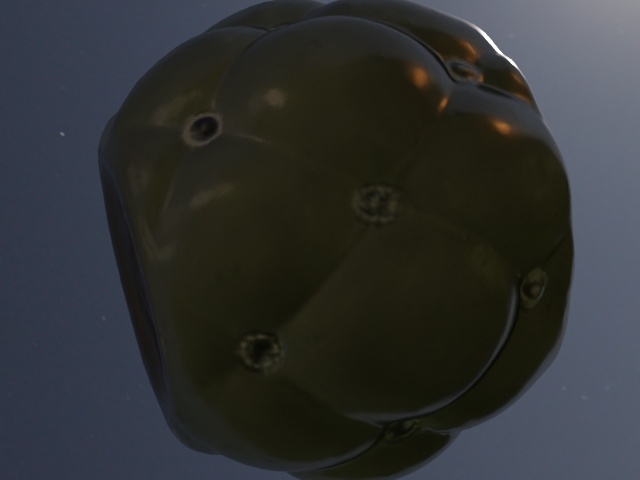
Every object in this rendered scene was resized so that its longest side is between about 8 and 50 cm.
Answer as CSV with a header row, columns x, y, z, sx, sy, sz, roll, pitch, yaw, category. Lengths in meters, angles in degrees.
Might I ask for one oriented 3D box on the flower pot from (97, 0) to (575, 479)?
x,y,z,sx,sy,sz,roll,pitch,yaw,category
0.000,0.000,0.459,0.195,0.246,0.246,-14,-65,-18,flower pot
